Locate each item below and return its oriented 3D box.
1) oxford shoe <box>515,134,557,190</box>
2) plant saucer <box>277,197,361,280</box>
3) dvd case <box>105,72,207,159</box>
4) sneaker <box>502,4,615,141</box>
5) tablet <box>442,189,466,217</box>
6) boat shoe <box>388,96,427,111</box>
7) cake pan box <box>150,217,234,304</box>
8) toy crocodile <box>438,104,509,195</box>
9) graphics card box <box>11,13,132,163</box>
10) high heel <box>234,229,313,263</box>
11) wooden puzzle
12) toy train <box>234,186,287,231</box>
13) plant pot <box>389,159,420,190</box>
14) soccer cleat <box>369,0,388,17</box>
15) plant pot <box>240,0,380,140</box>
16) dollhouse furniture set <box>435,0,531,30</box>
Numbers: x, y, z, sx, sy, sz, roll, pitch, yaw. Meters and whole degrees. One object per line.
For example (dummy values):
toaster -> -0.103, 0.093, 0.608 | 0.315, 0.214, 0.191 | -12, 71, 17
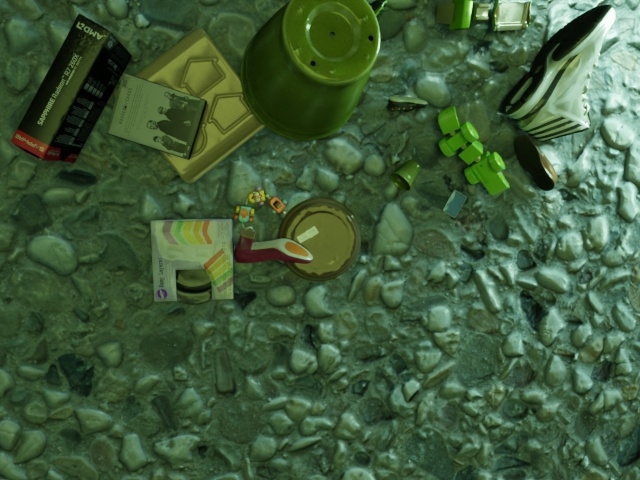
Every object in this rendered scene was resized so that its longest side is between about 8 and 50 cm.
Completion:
oxford shoe -> 0.737, -0.273, 1.589 | 0.076, 0.076, 0.212 | -40, 100, -33
plant saucer -> 0.000, 0.000, 1.513 | 0.278, 0.041, 0.278 | -1, 98, -8
dvd case -> -0.466, -0.352, 1.327 | 0.239, 0.029, 0.179 | 18, 92, -6
sneaker -> 0.829, -0.522, 1.536 | 0.257, 0.169, 0.447 | 37, 98, -20
tablet -> 0.456, -0.124, 1.584 | 0.054, 0.006, 0.083 | 29, 93, -11
boat shoe -> 0.280, -0.438, 1.501 | 0.133, 0.049, 0.042 | -3, 125, -15
cake pan box -> -0.393, 0.063, 1.445 | 0.246, 0.070, 0.267 | 0, 97, -7
toy crocodile -> 0.500, -0.288, 1.527 | 0.340, 0.105, 0.115 | 45, 130, -12
graphics card box -> -0.661, -0.394, 1.262 | 0.094, 0.233, 0.371 | 30, 92, -11
high heel -> -0.150, 0.053, 1.461 | 0.244, 0.082, 0.117 | 15, 123, -4
wooden puzzle -> -0.375, -0.395, 1.390 | 0.322, 0.080, 0.348 | -39, 96, -3
toy train -> -0.190, -0.095, 1.467 | 0.166, 0.046, 0.125 | -40, 101, -3
plant pot -> 0.283, -0.217, 1.515 | 0.083, 0.083, 0.079 | 45, 77, -11
soccer cleat -> 0.137, -0.700, 1.437 | 0.072, 0.060, 0.179 | 42, 92, -10
plant pot -> -0.015, -0.479, 1.229 | 0.366, 0.353, 0.366 | 0, 91, -14
dollhouse furniture set -> 0.521, -0.778, 1.485 | 0.301, 0.151, 0.197 | -13, 120, -24
